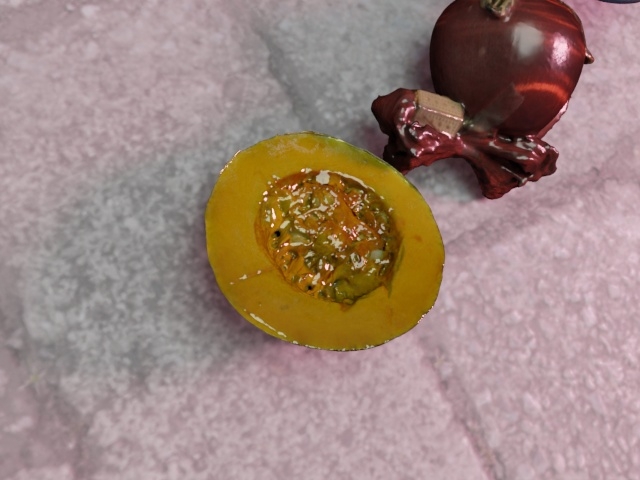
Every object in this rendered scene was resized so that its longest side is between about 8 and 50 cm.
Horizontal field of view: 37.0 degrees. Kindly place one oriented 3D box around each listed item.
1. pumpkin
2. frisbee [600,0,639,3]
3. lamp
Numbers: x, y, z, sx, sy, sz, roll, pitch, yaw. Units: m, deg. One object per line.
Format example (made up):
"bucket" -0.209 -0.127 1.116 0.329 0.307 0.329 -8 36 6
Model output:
"pumpkin" -0.002 0.013 0.865 0.218 0.110 0.217 5 64 -10
"frisbee" 0.258 -0.367 1.008 0.290 0.049 0.289 16 50 -20
"lamp" 0.166 -0.160 0.921 0.215 0.151 0.223 14 67 -23
